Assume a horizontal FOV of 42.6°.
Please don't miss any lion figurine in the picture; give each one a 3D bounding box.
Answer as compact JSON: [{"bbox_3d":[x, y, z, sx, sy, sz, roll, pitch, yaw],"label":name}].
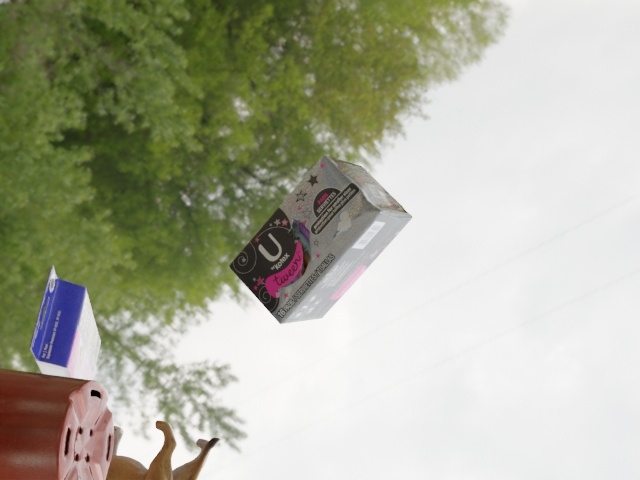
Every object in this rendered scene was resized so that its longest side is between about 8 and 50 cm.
[{"bbox_3d":[-0.410,0.503,1.720,0.392,0.142,0.240,-2,-125,23],"label":"lion figurine"}]

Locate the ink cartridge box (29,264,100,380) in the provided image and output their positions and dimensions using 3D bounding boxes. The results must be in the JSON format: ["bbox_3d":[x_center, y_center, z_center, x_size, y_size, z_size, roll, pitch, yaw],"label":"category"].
[{"bbox_3d":[-0.513,0.211,1.670,0.371,0.069,0.175,100,-5,-60],"label":"ink cartridge box"}]

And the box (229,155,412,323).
[{"bbox_3d":[0.000,0.000,1.346,0.247,0.142,0.163,-50,160,15],"label":"box"}]

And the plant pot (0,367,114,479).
[{"bbox_3d":[-0.488,0.318,1.296,0.265,0.272,0.272,1,-147,8],"label":"plant pot"}]
